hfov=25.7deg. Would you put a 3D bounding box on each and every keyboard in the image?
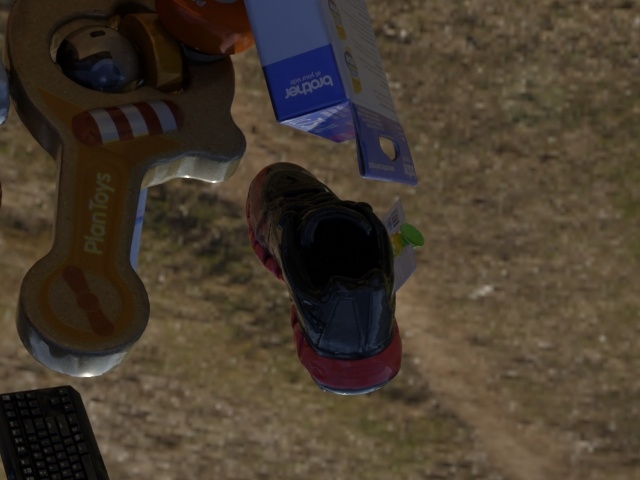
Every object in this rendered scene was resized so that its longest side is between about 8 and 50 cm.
[{"bbox_3d":[-0.227,0.190,1.134,0.108,0.180,0.023,-10,133,-20],"label":"keyboard"}]

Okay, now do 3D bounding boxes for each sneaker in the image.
[{"bbox_3d":[0.001,0.000,1.210,0.098,0.276,0.135,-11,131,-12],"label":"sneaker"}]

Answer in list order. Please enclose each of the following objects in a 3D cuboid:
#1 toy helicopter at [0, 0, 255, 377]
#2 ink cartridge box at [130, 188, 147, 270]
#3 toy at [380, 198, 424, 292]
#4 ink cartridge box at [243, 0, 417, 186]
[{"bbox_3d":[-0.167,-0.066,0.966,0.235,0.355,0.140,13,139,-16],"label":"toy helicopter"},{"bbox_3d":[-0.195,-0.041,1.265,0.052,0.088,0.122,-3,125,-26],"label":"ink cartridge box"},{"bbox_3d":[0.076,0.067,2.027,0.056,0.136,0.237,16,131,-26],"label":"toy"},{"bbox_3d":[-0.011,-0.183,1.003,0.065,0.311,0.186,-19,176,13],"label":"ink cartridge box"}]
